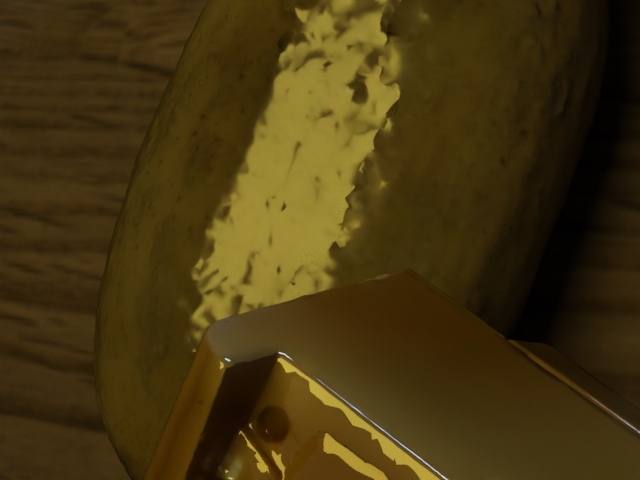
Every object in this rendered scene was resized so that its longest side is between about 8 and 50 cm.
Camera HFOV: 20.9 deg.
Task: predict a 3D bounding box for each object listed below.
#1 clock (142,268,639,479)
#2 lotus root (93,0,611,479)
[{"bbox_3d":[0.016,0.196,0.540,0.244,0.200,0.317,38,108,26],"label":"clock"},{"bbox_3d":[0.000,0.000,0.684,0.169,0.151,0.343,18,81,36],"label":"lotus root"}]
